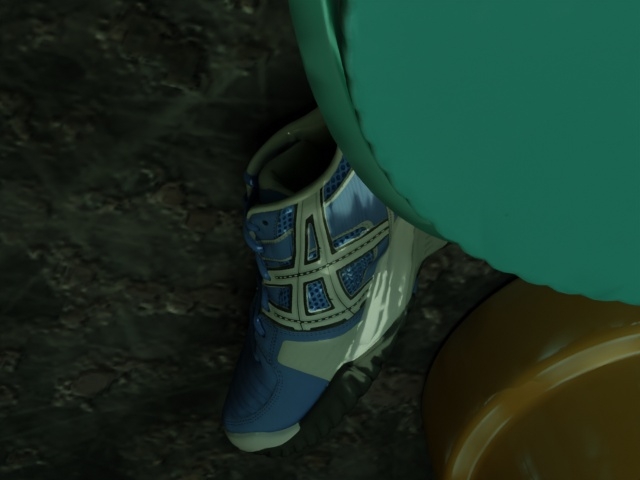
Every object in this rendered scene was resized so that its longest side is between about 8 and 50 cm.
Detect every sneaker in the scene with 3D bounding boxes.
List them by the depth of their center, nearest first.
[{"bbox_3d":[0.000,0.000,0.733,0.081,0.080,0.211,17,120,-17],"label":"sneaker"}]

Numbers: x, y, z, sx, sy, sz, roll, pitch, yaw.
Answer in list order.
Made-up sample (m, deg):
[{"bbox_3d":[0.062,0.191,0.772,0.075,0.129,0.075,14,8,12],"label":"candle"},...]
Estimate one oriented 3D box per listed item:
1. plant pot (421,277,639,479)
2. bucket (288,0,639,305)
[{"bbox_3d":[0.161,0.133,0.807,0.205,0.188,0.205,-5,136,-5],"label":"plant pot"},{"bbox_3d":[0.111,-0.125,0.543,0.281,0.183,0.281,-4,134,-5],"label":"bucket"}]
